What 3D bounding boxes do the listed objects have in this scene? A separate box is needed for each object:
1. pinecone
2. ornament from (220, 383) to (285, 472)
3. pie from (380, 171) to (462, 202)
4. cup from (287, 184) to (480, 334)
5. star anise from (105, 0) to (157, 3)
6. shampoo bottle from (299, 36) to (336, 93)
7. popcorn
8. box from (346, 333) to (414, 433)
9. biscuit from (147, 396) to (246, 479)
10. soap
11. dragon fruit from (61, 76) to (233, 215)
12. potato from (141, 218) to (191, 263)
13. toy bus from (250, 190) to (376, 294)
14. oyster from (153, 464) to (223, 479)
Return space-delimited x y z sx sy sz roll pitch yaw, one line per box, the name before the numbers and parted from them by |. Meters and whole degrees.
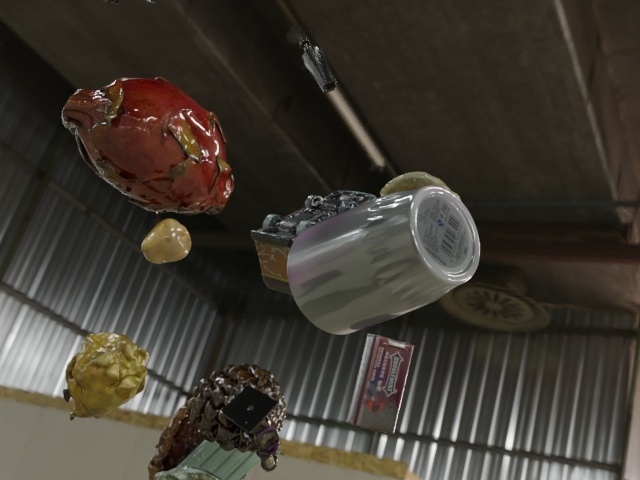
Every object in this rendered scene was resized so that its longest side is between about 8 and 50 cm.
pinecone | -0.176 0.351 1.640 0.205 0.179 0.184 -12 4 17
ornament | -0.106 0.379 1.502 0.081 0.088 0.203 20 -40 41
pie | 0.232 -0.052 1.773 0.185 0.218 0.052 -15 11 13
cup | 0.126 0.037 1.632 0.253 0.253 0.372 30 -35 -28
star anise | -0.349 -0.534 1.549 0.212 0.283 0.129 6 -67 32
shampoo bottle | -0.007 -0.333 1.475 0.027 0.137 0.048 9 -46 -42
popcorn | -0.514 0.311 1.865 0.191 0.190 0.253 -20 -14 -49
box | 0.146 0.348 1.909 0.120 0.224 0.069 16 -10 -23
biscuit | -0.297 0.537 1.937 0.081 0.334 0.289 2 -37 42
soap | -0.229 0.509 1.818 0.119 0.198 0.066 48 -13 0
dragon fruit | -0.298 -0.173 1.405 0.315 0.250 0.250 22 -23 2
potato | -0.247 0.003 1.256 0.068 0.083 0.062 58 -22 6
toy bus | 0.000 0.000 2.011 0.162 0.323 0.194 11 -61 44
oyster | -0.260 0.542 1.577 0.198 0.112 0.267 39 -52 -6
